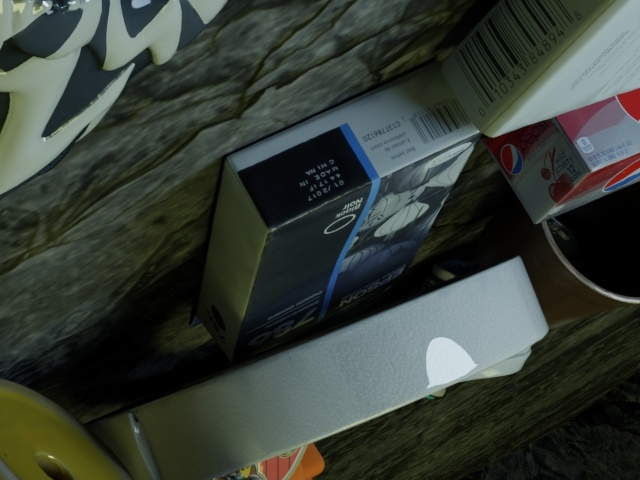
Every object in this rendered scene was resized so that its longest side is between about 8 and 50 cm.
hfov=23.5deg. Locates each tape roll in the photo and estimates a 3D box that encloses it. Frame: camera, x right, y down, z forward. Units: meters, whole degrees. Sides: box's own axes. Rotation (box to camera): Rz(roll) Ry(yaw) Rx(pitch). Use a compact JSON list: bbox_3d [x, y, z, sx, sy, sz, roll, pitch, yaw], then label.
[{"bbox_3d":[-0.006,0.113,1.251,0.392,0.072,0.392,-21,178,-1],"label":"tape roll"}]

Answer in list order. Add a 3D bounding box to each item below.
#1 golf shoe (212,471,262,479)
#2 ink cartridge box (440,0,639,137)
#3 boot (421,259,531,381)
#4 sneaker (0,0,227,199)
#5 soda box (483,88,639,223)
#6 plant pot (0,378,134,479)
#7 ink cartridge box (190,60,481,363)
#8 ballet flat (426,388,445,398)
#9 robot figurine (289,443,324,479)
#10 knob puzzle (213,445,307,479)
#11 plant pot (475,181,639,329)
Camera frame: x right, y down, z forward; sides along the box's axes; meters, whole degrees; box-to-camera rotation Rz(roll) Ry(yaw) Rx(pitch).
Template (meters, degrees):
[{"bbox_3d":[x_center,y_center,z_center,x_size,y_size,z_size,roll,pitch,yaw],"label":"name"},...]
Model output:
[{"bbox_3d":[-0.089,0.222,1.119,0.069,0.086,0.176,-16,174,-43],"label":"golf shoe"},{"bbox_3d":[0.277,-0.210,0.957,0.330,0.071,0.324,-22,162,-42],"label":"ink cartridge box"},{"bbox_3d":[0.099,0.079,1.512,0.258,0.095,0.123,-11,116,-30],"label":"boot"},{"bbox_3d":[-0.145,-0.064,0.556,0.153,0.094,0.235,-48,169,26],"label":"sneaker"},{"bbox_3d":[0.264,-0.104,1.237,0.263,0.083,0.092,-22,163,-32],"label":"soda box"},{"bbox_3d":[-0.254,0.236,1.071,0.239,0.254,0.254,-48,162,10],"label":"plant pot"},{"bbox_3d":[0.000,0.000,1.109,0.165,0.065,0.333,-27,165,-17],"label":"ink cartridge box"},{"bbox_3d":[0.094,0.126,1.675,0.086,0.086,0.248,-35,163,17],"label":"ballet flat"},{"bbox_3d":[-0.103,0.264,1.628,0.219,0.128,0.158,-20,-165,-34],"label":"robot figurine"},{"bbox_3d":[-0.074,0.210,1.504,0.213,0.030,0.213,-23,130,-31],"label":"knob puzzle"},{"bbox_3d":[0.232,0.000,1.388,0.167,0.167,0.165,-23,170,-27],"label":"plant pot"}]
